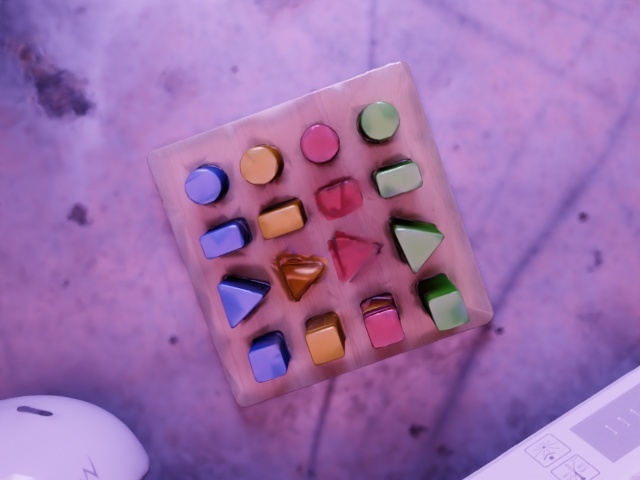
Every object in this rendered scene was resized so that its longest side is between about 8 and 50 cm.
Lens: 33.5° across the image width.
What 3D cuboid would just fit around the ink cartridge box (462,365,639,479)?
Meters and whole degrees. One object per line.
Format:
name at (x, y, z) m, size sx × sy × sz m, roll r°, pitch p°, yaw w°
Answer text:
ink cartridge box at (0.115, 0.234, 0.568) m, size 0.296 × 0.066 × 0.261 m, roll -28°, pitch 123°, yaw -17°

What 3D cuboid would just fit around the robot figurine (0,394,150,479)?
robot figurine at (-0.138, 0.220, 0.570) m, size 0.209 × 0.173 × 0.278 m, roll -25°, pitch 95°, yaw -24°

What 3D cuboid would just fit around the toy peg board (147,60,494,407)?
toy peg board at (0.000, 0.000, 0.591) m, size 0.161 × 0.079 × 0.161 m, roll -19°, pitch 94°, yaw 2°
